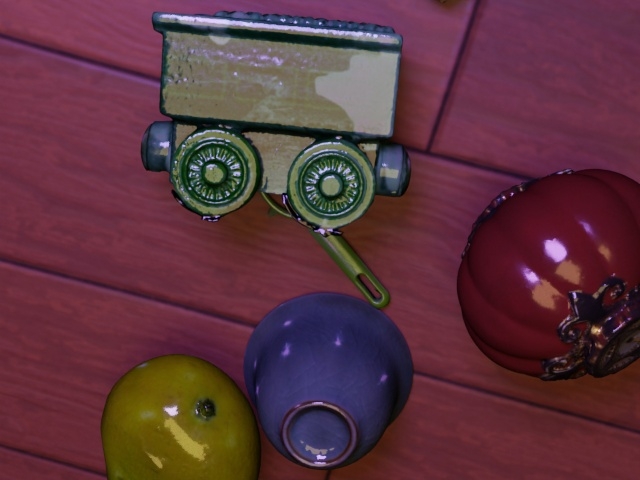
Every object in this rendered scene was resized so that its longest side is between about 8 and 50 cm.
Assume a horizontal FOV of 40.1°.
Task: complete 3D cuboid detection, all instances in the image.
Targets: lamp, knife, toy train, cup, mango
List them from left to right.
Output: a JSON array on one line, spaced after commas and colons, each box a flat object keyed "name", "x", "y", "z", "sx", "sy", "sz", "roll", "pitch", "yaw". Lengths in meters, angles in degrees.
[{"name": "mango", "x": -0.156, "y": 0.252, "z": 0.991, "sx": 0.185, "sy": 0.149, "sz": 0.273, "roll": 13, "pitch": 117, "yaw": 19}, {"name": "toy train", "x": -0.041, "y": -0.115, "z": 0.861, "sx": 0.266, "sy": 0.145, "sz": 0.202, "roll": 5, "pitch": 99, "yaw": 2}, {"name": "knife", "x": 0.000, "y": 0.000, "z": 0.970, "sx": 0.054, "sy": 0.015, "sz": 0.212, "roll": -39, "pitch": 102, "yaw": 15}, {"name": "cup", "x": 0.003, "y": 0.175, "z": 0.958, "sx": 0.199, "sy": 0.150, "sz": 0.199, "roll": 1, "pitch": 108, "yaw": 4}, {"name": "lamp", "x": 0.240, "y": 0.030, "z": 0.871, "sx": 0.227, "sy": 0.227, "sz": 0.227, "roll": 1, "pitch": 108, "yaw": 4}]

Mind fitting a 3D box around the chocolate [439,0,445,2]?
[{"name": "chocolate", "x": 0.050, "y": -0.308, "z": 0.833, "sx": 0.219, "sy": 0.085, "sz": 0.085, "roll": 37, "pitch": 107, "yaw": -13}]
